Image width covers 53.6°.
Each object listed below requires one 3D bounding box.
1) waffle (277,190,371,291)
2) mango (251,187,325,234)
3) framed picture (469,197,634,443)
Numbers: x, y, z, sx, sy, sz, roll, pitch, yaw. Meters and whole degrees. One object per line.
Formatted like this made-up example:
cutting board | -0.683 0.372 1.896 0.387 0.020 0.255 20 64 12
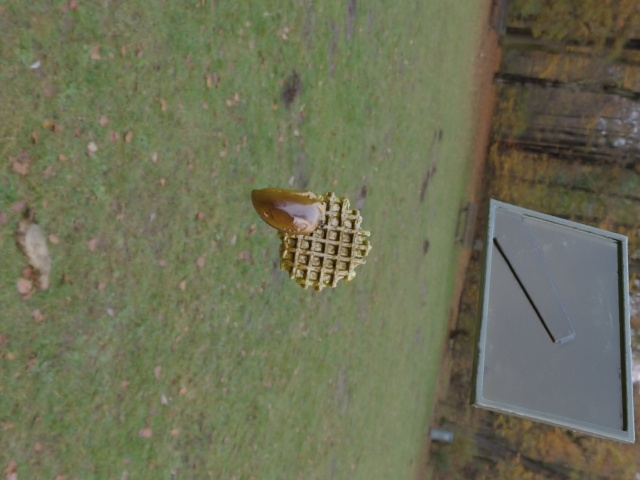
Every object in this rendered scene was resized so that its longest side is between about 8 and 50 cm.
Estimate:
waffle | 0.005 0.001 1.176 0.038 0.191 0.191 170 -71 -79
mango | -0.054 -0.049 1.026 0.063 0.127 0.077 123 -26 -44
framed picture | 0.468 0.147 1.269 0.028 0.326 0.446 117 -13 -63
